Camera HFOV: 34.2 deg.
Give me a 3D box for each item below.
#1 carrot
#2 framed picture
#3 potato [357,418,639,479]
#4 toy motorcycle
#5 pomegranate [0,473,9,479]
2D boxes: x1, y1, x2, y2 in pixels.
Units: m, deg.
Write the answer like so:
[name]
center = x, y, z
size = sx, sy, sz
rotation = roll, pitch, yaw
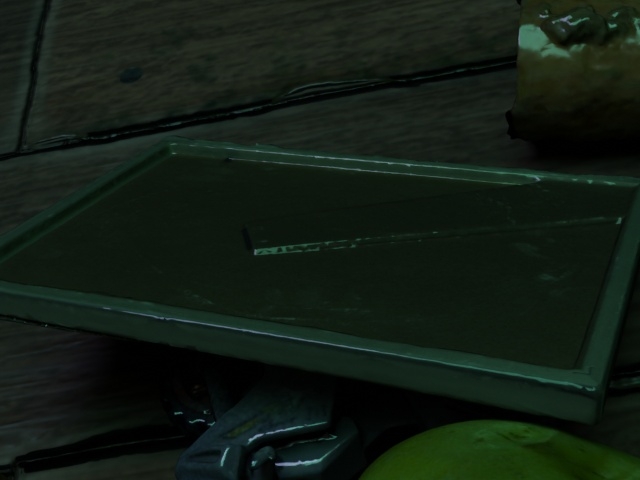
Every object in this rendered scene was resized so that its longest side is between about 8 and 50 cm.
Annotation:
[carrot]
center = 0.244, -0.098, 0.629
size = 0.263, 0.102, 0.102
rotation = 6, 52, 12
[framed picture]
center = 0.000, 0.000, 0.571
size = 0.335, 0.022, 0.247
rotation = 7, 25, 20
[potato]
center = 0.109, 0.168, 0.386
size = 0.186, 0.148, 0.253
rotation = -19, 44, -26
[toy motorcycle]
center = 0.016, 0.091, 0.520
size = 0.215, 0.080, 0.122
rotation = 0, 49, 11
[pomegranate]
center = -0.204, 0.193, 0.370
size = 0.281, 0.281, 0.281
rotation = -7, 48, 8
